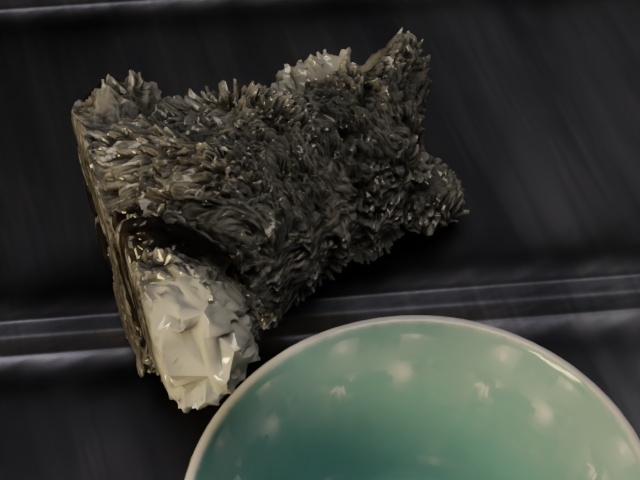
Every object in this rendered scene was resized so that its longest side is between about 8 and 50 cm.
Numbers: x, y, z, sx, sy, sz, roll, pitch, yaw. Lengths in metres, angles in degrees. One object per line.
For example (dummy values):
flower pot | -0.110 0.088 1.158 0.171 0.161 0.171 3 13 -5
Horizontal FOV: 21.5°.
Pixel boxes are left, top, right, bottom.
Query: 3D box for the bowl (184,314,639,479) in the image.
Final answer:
bowl | 0.066 0.221 1.129 0.311 0.163 0.312 -1 54 1

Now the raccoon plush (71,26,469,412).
raccoon plush | 0.000 0.000 1.227 0.299 0.216 0.446 -15 31 -10
